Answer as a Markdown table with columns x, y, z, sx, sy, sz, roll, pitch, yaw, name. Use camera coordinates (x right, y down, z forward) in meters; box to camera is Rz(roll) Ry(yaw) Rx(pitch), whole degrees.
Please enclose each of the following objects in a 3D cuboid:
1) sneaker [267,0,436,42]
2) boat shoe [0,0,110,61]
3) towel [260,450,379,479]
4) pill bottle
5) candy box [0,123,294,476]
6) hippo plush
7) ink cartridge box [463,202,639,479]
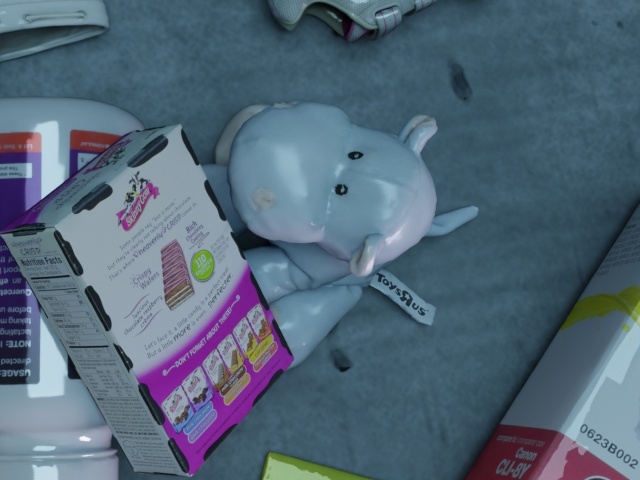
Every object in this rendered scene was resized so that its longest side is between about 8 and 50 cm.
| x | y | z | sx | sy | sz | roll | pitch | yaw | name |
| --- | --- | --- | --- | --- | --- | --- | --- | --- | --- |
| 0.058 | -0.243 | 1.238 | 0.252 | 0.103 | 0.111 | 0 | 88 | -5 | sneaker |
| -0.320 | -0.180 | 1.157 | 0.267 | 0.096 | 0.088 | -22 | 83 | -21 | boat shoe |
| 0.050 | 0.276 | 1.213 | 0.237 | 0.021 | 0.102 | 16 | 77 | -9 | towel |
| -0.236 | 0.049 | 1.099 | 0.181 | 0.181 | 0.323 | 0 | 84 | -11 | pill bottle |
| -0.130 | 0.048 | 1.026 | 0.159 | 0.071 | 0.233 | -46 | 120 | -43 | candy box |
| 0.000 | 0.000 | 1.121 | 0.294 | 0.236 | 0.234 | 25 | 79 | -7 | hippo plush |
| 0.350 | 0.164 | 1.191 | 0.279 | 0.160 | 0.385 | 35 | 78 | -6 | ink cartridge box |
